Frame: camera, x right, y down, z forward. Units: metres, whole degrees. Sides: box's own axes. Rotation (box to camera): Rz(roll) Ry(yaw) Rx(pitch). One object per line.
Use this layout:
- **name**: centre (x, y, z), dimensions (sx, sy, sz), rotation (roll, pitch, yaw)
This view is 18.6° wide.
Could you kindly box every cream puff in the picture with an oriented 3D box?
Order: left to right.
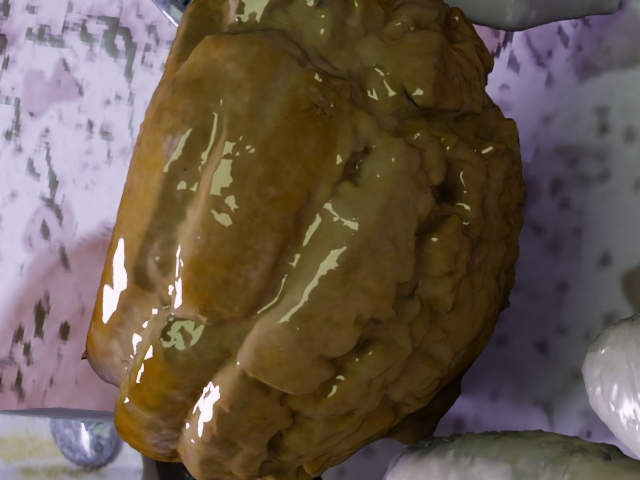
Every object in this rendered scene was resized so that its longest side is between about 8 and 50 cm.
- **cream puff**: centre (0.000, 0.000, 0.625), dimensions (0.129, 0.189, 0.189), rotation (19, 89, 1)

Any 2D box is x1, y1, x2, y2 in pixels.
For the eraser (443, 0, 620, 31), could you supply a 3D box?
- **eraser**: centre (0.044, -0.249, 0.640), dimensions (0.144, 0.078, 0.343), rotation (19, 113, 38)

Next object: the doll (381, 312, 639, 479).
- **doll**: centre (0.132, 0.104, 0.543), dimensions (0.278, 0.175, 0.149), rotation (-5, 37, 45)

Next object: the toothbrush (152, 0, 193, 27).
- **toothbrush**: centre (-0.130, -0.190, 0.863), dimensions (0.031, 0.023, 0.321), rotation (-47, 56, 9)

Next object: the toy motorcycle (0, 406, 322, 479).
- **toy motorcycle**: centre (-0.094, 0.129, 0.718), dimensions (0.229, 0.074, 0.151), rotation (7, 91, 29)
